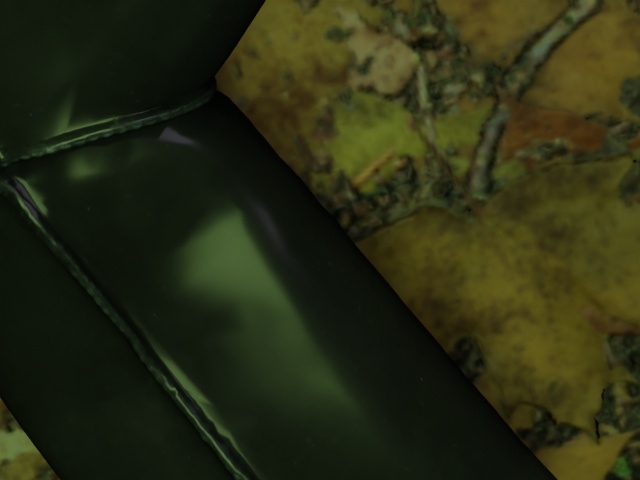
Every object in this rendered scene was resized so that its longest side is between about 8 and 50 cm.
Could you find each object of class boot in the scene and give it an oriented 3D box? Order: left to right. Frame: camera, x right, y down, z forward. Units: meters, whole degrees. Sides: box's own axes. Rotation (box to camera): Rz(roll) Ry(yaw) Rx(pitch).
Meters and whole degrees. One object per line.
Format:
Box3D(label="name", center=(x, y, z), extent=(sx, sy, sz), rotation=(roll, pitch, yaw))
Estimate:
Box3D(label="boot", center=(-0.002, 0.001, 0.772), extent=(0.367, 0.146, 0.445), rotation=(-29, 104, 20))
